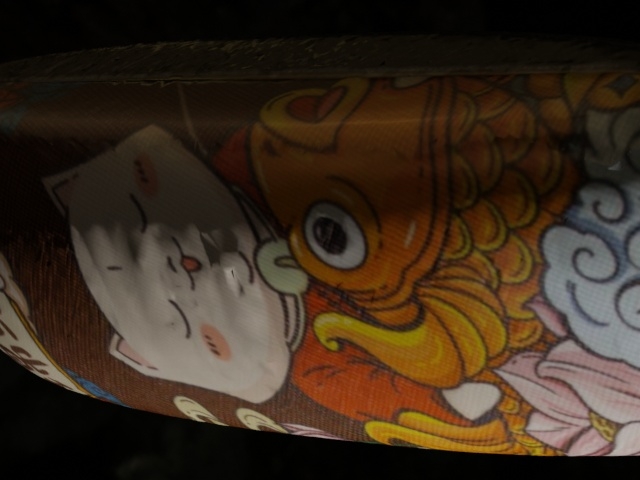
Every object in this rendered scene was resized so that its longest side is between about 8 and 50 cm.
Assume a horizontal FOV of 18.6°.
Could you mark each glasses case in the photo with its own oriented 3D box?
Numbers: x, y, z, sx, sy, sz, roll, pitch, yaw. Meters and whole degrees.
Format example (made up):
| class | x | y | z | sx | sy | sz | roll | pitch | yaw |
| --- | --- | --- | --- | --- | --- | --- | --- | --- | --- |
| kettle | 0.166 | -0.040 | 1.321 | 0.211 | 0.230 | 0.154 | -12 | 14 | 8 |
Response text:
| class | x | y | z | sx | sy | sz | roll | pitch | yaw |
| --- | --- | --- | --- | --- | --- | --- | --- | --- | --- |
| glasses case | 0.000 | 0.000 | 0.614 | 0.321 | 0.122 | 0.082 | 2 | -141 | 35 |
